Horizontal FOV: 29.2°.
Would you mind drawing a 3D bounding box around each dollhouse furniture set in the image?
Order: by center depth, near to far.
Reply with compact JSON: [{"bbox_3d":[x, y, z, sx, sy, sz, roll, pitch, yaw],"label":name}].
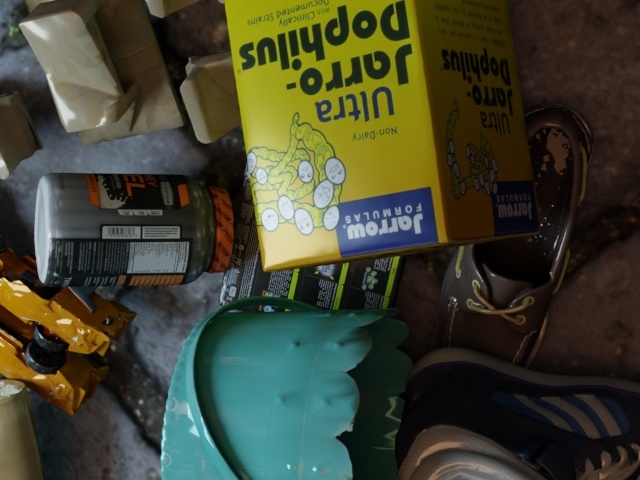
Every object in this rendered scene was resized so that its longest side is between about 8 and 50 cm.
[{"bbox_3d":[-0.243,-0.298,1.241,0.362,0.256,0.394,-9,118,17],"label":"dollhouse furniture set"}]

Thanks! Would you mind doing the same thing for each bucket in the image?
[{"bbox_3d":[-0.023,0.188,1.169,0.183,0.281,0.281,2,100,15],"label":"bucket"}]

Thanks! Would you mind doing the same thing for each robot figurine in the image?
[{"bbox_3d":[-0.353,0.054,1.348,0.291,0.085,0.211,36,128,6],"label":"robot figurine"}]

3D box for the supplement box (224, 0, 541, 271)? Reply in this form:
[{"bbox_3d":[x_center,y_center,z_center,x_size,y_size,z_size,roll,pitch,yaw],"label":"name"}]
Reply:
[{"bbox_3d":[0.051,-0.163,1.111,0.194,0.195,0.356,-10,88,33],"label":"supplement box"}]

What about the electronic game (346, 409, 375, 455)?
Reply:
[{"bbox_3d":[-0.027,0.253,1.331,0.229,0.048,0.229,1,95,10],"label":"electronic game"}]

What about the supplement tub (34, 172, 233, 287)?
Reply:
[{"bbox_3d":[-0.192,-0.011,1.260,0.190,0.117,0.117,0,102,-20],"label":"supplement tub"}]

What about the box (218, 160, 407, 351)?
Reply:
[{"bbox_3d":[0.000,0.000,1.283,0.184,0.045,0.190,14,102,9],"label":"box"}]

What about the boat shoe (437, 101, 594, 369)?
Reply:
[{"bbox_3d":[0.185,0.024,1.209,0.117,0.097,0.324,20,104,10],"label":"boat shoe"}]

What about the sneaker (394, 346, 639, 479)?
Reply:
[{"bbox_3d":[0.223,0.229,1.128,0.323,0.236,0.130,16,122,-7],"label":"sneaker"}]

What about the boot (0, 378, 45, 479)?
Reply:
[{"bbox_3d":[-0.399,0.295,1.391,0.236,0.089,0.269,-9,109,14],"label":"boot"}]
